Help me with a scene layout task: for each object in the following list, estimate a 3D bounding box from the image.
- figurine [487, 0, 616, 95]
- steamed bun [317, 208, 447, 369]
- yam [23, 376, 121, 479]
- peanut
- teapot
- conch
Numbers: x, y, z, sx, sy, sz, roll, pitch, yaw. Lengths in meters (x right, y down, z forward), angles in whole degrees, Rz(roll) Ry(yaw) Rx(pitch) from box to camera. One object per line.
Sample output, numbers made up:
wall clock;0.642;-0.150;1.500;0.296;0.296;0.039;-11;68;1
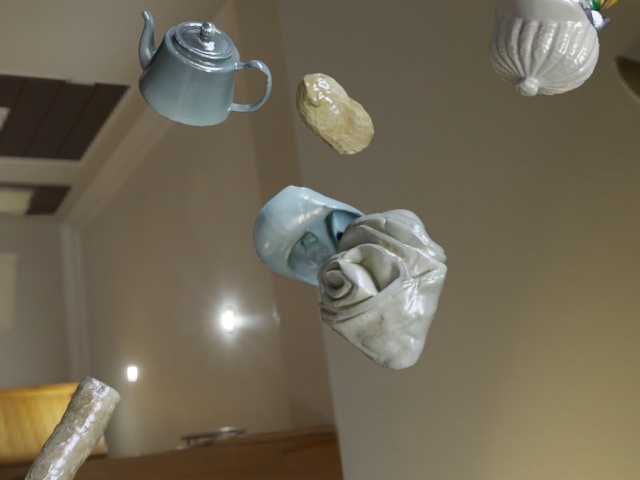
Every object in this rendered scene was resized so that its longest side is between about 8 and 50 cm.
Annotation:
figurine;0.415;-0.372;1.578;0.185;0.332;0.204;-2;-63;51
steamed bun;0.070;0.058;1.364;0.211;0.144;0.218;41;-68;57
yam;-0.357;0.312;1.255;0.066;0.066;0.299;-51;-170;49
peanut;0.012;-0.114;0.863;0.054;0.113;0.054;-10;-114;23
teapot;-0.192;-0.290;1.552;0.149;0.239;0.162;-63;-179;38
conch;-0.001;-0.005;1.523;0.185;0.221;0.121;-31;-139;42
